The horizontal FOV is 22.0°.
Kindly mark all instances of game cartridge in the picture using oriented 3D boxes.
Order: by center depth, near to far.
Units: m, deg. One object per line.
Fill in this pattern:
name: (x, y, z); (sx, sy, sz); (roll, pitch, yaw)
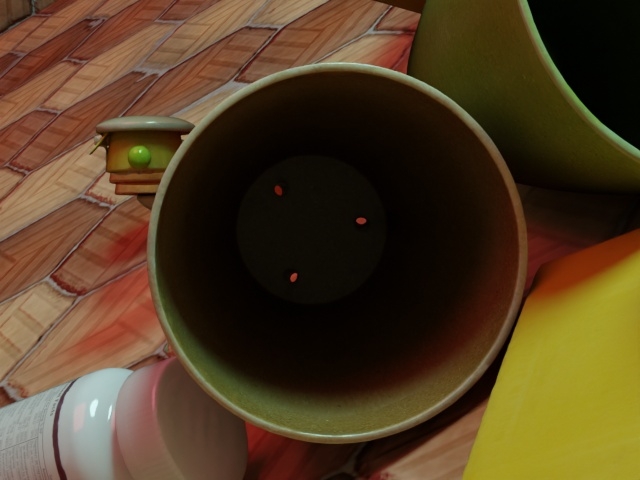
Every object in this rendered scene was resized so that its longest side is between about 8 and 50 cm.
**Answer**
game cartridge: (0.234, 0.059, 0.875); (0.324, 0.052, 0.285); (-23, 23, 33)

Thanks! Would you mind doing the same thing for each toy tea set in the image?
toy tea set: (-0.110, -0.043, 1.528); (0.200, 0.124, 0.336); (-1, 0, -6)

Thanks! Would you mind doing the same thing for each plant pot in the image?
plant pot: (0.000, 0.000, 1.139); (0.237, 0.237, 0.254); (-35, 6, -2)
plant pot: (0.183, -0.141, 1.146); (0.275, 0.275, 0.293); (-43, 7, -23)

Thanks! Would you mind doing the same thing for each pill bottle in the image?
pill bottle: (-0.166, 0.158, 1.137); (0.221, 0.121, 0.121); (-22, 24, 28)

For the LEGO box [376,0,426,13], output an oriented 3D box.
LEGO box: (0.189, -0.356, 1.361); (0.372, 0.193, 0.500); (-27, -6, 19)
